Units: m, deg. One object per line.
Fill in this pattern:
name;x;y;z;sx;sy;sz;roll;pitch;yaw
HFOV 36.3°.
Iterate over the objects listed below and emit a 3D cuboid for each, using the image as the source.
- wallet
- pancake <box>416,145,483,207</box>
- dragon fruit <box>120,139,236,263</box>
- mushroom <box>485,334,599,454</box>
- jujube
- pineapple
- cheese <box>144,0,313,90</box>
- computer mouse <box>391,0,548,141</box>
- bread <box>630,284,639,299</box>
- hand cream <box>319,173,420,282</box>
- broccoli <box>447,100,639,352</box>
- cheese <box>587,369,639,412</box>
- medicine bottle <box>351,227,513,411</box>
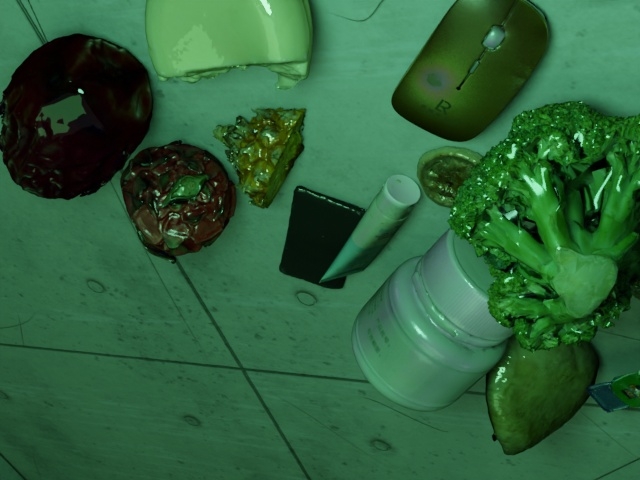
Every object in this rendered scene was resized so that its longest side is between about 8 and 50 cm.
wallet;0.000;0.001;1.967;0.146;0.030;0.285;18;144;3
pancake;0.239;-0.104;1.713;0.152;0.025;0.151;14;140;12
dragon fruit;-0.289;-0.078;1.893;0.234;0.233;0.293;41;152;-20
mushroom;0.437;0.304;1.940;0.212;0.217;0.292;7;139;14
jujube;-0.455;-0.222;1.788;0.258;0.258;0.377;35;148;-14
pineapple;-0.132;-0.150;1.772;0.164;0.139;0.250;29;146;-4
cheese;-0.142;-0.332;1.511;0.266;0.127;0.233;2;114;22
computer mouse;0.222;-0.258;1.501;0.158;0.071;0.310;27;142;-7
bread;0.625;0.041;1.666;0.267;0.040;0.267;15;141;12
hand cream;0.095;-0.005;1.859;0.070;0.111;0.312;60;147;23
broccoli;0.379;-0.033;1.495;0.321;0.310;0.413;46;121;17
cheese;0.670;0.267;1.852;0.321;0.083;0.204;-24;127;32
medicine bottle;0.234;0.137;1.805;0.256;0.256;0.325;31;128;-8
